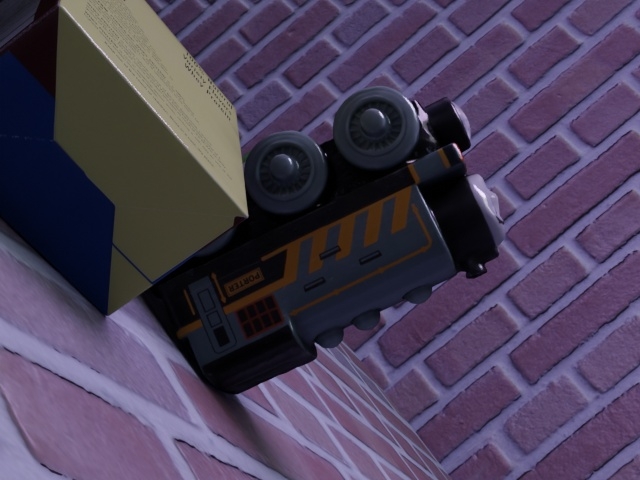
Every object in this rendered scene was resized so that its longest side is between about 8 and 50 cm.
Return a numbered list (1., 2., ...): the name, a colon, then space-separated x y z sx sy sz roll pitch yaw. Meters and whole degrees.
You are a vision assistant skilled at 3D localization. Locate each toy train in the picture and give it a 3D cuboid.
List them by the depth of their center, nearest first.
1. toy train: 0.000 0.000 0.952 0.142 0.333 0.190 53 12 -74

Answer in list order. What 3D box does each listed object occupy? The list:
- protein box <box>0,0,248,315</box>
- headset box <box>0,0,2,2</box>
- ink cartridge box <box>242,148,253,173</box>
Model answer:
1. protein box: -0.171 -0.094 0.798 0.200 0.136 0.201 49 14 -28
2. headset box: -0.295 -0.273 0.660 0.293 0.218 0.110 48 2 -21
3. ink cartridge box: -0.105 -0.021 1.196 0.093 0.160 0.219 51 2 -3
